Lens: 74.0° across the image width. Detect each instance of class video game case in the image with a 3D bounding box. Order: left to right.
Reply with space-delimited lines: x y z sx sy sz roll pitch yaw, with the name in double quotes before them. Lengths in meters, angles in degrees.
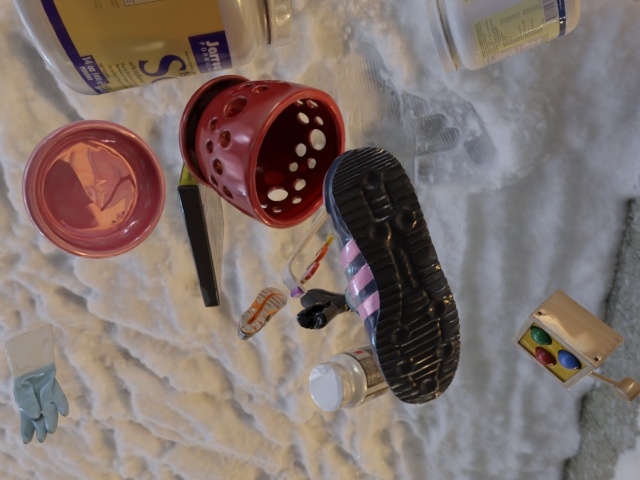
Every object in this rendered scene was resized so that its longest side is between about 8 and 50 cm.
"video game case" -0.217 -0.056 0.809 0.035 0.248 0.274 -4 131 -7

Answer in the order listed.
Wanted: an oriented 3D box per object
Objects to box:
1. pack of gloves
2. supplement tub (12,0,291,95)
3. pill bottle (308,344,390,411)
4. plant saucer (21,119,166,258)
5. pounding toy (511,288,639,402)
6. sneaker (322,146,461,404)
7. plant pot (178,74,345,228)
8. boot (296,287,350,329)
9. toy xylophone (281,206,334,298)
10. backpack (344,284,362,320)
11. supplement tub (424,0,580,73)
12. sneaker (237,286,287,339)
"pack of gloves" -0.545 0.279 0.730 0.195 0.232 0.046 -21 140 -24
"supplement tub" -0.227 -0.360 0.614 0.332 0.241 0.240 -14 121 -7
"pill bottle" 0.105 0.409 1.275 0.279 0.162 0.162 2 134 -48
"plant saucer" -0.545 -0.123 1.038 0.084 0.332 0.331 12 128 36
"pounding toy" 0.468 0.225 0.782 0.094 0.206 0.181 -35 149 -17
"sneaker" 0.085 0.041 0.528 0.112 0.131 0.318 -17 102 -6
"plant pot" -0.087 -0.130 0.599 0.174 0.191 0.190 24 129 33
"boot" -0.028 0.254 1.591 0.247 0.207 0.094 0 101 37
"toy xylophone" 0.000 0.000 1.114 0.081 0.236 0.322 34 77 -3
"backpack" 0.167 0.187 1.431 0.144 0.188 0.165 38 89 -24
"supplement tub" 0.458 -0.591 1.095 0.325 0.235 0.235 -14 120 26
"sneaker" -0.178 0.215 1.266 0.084 0.215 0.083 38 129 11
